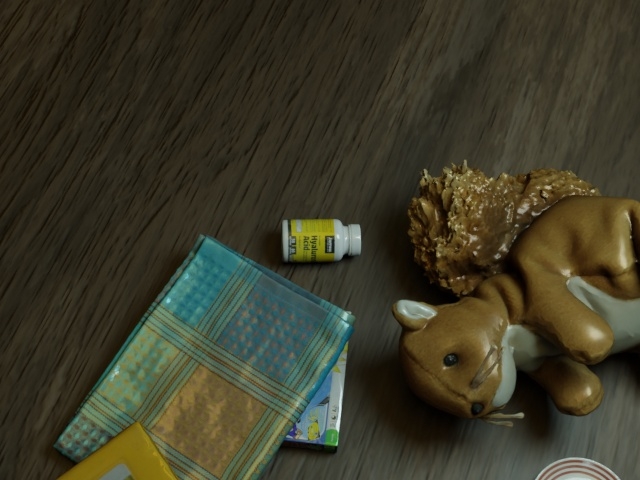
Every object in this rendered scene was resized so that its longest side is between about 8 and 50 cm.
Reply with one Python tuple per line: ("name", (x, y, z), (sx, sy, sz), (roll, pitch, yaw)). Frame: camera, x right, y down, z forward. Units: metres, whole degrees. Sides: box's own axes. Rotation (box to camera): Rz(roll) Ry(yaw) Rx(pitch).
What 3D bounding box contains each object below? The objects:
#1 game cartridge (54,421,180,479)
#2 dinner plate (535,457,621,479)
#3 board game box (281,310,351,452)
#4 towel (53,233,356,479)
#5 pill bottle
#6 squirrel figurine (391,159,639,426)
("game cartridge", (-0.282, 0.430, 1.325), (0.324, 0.052, 0.285), (-35, 68, -11))
("dinner plate", (0.349, 0.362, 1.442), (0.141, 0.017, 0.141), (1, 61, -3))
("board game box", (-0.033, 0.189, 1.504), (0.136, 0.035, 0.201), (6, 62, 1))
("towel", (-0.154, 0.193, 1.457), (0.271, 0.040, 0.370), (28, 72, 18))
("pill bottle", (0.000, 0.000, 1.592), (0.116, 0.065, 0.065), (-2, 62, -4))
("squirrel figurine", (0.262, 0.074, 1.492), (0.370, 0.281, 0.397), (-24, 51, -4))
